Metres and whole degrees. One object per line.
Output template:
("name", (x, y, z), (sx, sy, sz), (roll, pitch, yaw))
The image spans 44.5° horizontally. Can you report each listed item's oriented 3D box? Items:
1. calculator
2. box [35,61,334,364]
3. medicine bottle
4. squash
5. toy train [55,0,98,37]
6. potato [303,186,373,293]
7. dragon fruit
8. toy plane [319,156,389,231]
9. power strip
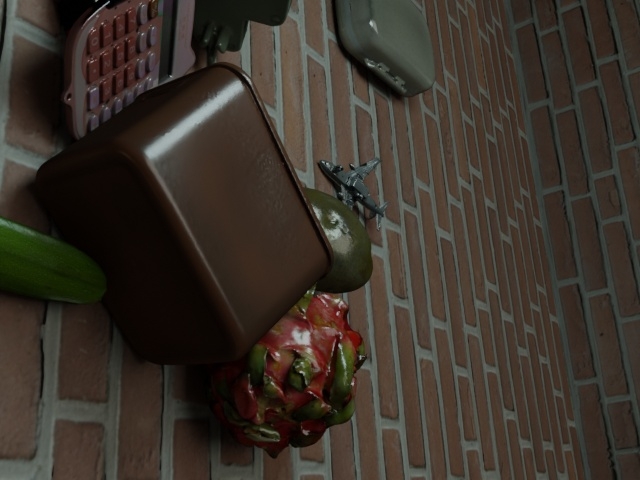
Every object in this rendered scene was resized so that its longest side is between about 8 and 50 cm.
("calculator", (-0.270, -0.272, 1.119), (0.330, 0.048, 0.220), (-55, 166, -49))
("box", (-0.177, -0.024, 1.056), (0.229, 0.239, 0.339), (-48, 119, -45))
("medicine bottle", (0.172, -0.538, 2.013), (0.375, 0.123, 0.282), (21, 57, -53))
("squash", (-0.367, 0.015, 0.896), (0.292, 0.082, 0.082), (28, 53, -53))
("toy train", (-0.313, -0.468, 1.184), (0.089, 0.086, 0.410), (37, 52, -41))
("potato", (0.000, 0.000, 1.450), (0.235, 0.160, 0.178), (49, 11, -13))
("dragon fruit", (-0.045, 0.196, 1.204), (0.237, 0.231, 0.302), (64, 18, 3))
("toy plane", (0.075, -0.109, 1.714), (0.226, 0.058, 0.226), (45, 57, -41))
("power strip", (-0.161, -0.414, 1.292), (0.261, 0.229, 0.141), (114, -11, -62))
